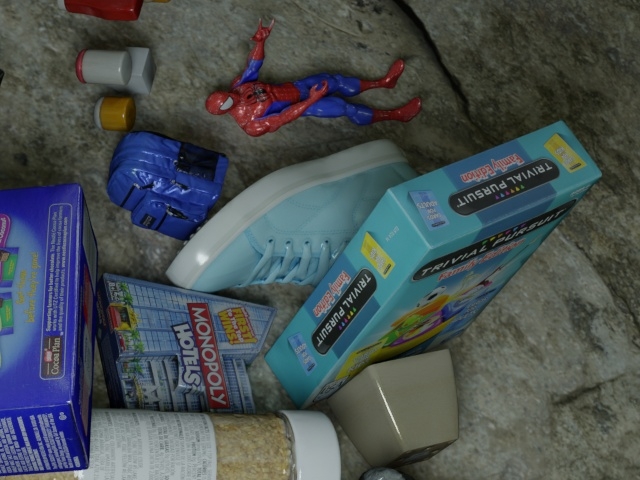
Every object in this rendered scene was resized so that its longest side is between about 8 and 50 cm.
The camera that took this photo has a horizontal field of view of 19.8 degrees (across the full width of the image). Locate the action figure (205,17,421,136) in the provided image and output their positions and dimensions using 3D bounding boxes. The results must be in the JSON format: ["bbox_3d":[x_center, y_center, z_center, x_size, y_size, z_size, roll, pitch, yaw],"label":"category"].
[{"bbox_3d":[-0.001,-0.192,2.186,0.280,0.139,0.091,-9,61,-29],"label":"action figure"}]

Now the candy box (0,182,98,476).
[{"bbox_3d":[-0.373,0.089,1.702,0.317,0.122,0.268,-4,48,0],"label":"candy box"}]

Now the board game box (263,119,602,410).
[{"bbox_3d":[0.114,0.031,1.949,0.253,0.336,0.079,-22,70,-36],"label":"board game box"}]

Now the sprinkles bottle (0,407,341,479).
[{"bbox_3d":[-0.162,0.223,1.798,0.355,0.121,0.121,3,56,-20],"label":"sprinkles bottle"}]

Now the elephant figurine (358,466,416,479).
[{"bbox_3d":[0.118,0.342,1.854,0.239,0.169,0.186,32,63,5],"label":"elephant figurine"}]

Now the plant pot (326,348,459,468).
[{"bbox_3d":[0.089,0.188,1.981,0.109,0.109,0.096,-9,69,-32],"label":"plant pot"}]

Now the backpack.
[{"bbox_3d":[-0.175,-0.063,2.026,0.120,0.098,0.101,21,54,-13],"label":"backpack"}]

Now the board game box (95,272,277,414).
[{"bbox_3d":[-0.130,0.129,1.937,0.194,0.060,0.194,0,58,-26],"label":"board game box"}]

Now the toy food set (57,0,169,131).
[{"bbox_3d":[-0.250,-0.238,2.114,0.104,0.111,0.232,5,61,13],"label":"toy food set"}]

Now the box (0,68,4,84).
[{"bbox_3d":[-0.457,-0.168,1.967,0.180,0.077,0.147,34,49,-1],"label":"box"}]

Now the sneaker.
[{"bbox_3d":[0.000,0.000,2.047,0.366,0.135,0.150,-26,69,-37],"label":"sneaker"}]
